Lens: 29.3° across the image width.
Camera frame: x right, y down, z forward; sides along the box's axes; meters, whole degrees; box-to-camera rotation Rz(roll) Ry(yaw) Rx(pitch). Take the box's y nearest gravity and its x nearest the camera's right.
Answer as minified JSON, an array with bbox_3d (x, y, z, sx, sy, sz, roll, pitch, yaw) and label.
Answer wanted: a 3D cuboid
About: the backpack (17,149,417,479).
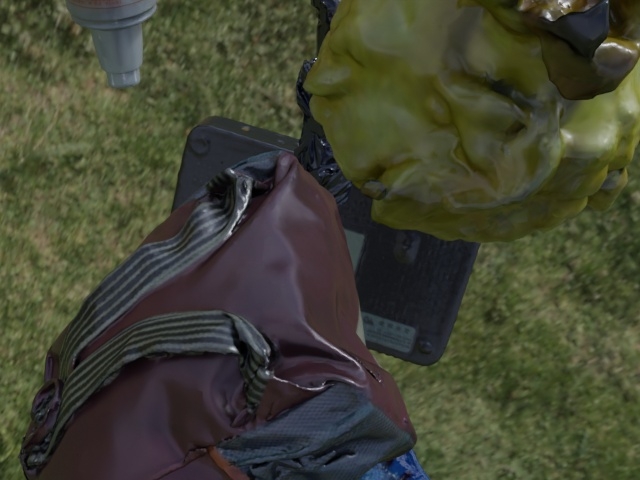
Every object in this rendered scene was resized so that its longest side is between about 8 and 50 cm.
[{"bbox_3d":[-0.108,0.103,0.983,0.197,0.317,0.283,46,21,-45],"label":"backpack"}]

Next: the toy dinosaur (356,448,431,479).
[{"bbox_3d":[0.027,0.185,1.075,0.076,0.144,0.329,3,26,-43],"label":"toy dinosaur"}]

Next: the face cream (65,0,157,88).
[{"bbox_3d":[-0.224,-0.274,1.302,0.101,0.251,0.101,-2,35,1],"label":"face cream"}]

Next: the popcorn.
[{"bbox_3d":[0.081,-0.096,0.603,0.168,0.195,0.173,15,52,14],"label":"popcorn"}]

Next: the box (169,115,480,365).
[{"bbox_3d":[0.000,0.000,1.403,0.350,0.211,0.058,17,26,7],"label":"box"}]

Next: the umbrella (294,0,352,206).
[{"bbox_3d":[0.008,-0.139,1.243,0.071,0.248,0.071,3,34,-2],"label":"umbrella"}]
